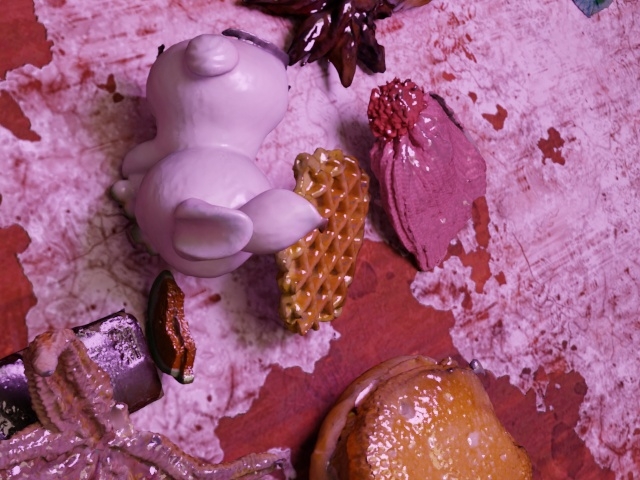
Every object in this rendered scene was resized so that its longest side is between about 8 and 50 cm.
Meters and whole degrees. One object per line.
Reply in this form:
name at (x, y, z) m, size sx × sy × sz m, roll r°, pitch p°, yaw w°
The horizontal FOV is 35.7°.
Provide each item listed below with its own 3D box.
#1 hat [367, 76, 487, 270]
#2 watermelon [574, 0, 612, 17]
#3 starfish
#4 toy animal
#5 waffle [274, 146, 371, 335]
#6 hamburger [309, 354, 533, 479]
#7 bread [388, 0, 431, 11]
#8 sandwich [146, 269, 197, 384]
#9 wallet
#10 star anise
hat at (0.142, -0.120, 1.442) m, size 0.286 × 0.107 × 0.237 m, roll 54°, pitch 49°, yaw -41°
watermelon at (0.477, -0.544, 1.819) m, size 0.146 × 0.128 × 0.231 m, roll 8°, pitch 74°, yaw -15°
starfish at (-0.244, 0.253, 1.034) m, size 0.384 × 0.132 × 0.398 m, roll -49°, pitch 138°, yaw -29°
toy animal at (-0.120, -0.085, 1.147) m, size 0.182 × 0.247 × 0.310 m, roll 15°, pitch 61°, yaw -24°
waffle at (0.000, 0.000, 1.276) m, size 0.243 × 0.058 × 0.238 m, roll 4°, pitch 97°, yaw -68°
hamburger at (0.133, 0.294, 1.284) m, size 0.314 × 0.170 × 0.290 m, roll -36°, pitch 102°, yaw -38°
bread at (0.130, -0.485, 1.539) m, size 0.136 × 0.107 × 0.241 m, roll -25°, pitch 92°, yaw -35°
sandwich at (-0.179, 0.106, 1.174) m, size 0.029 × 0.067 × 0.135 m, roll -1°, pitch 73°, yaw -40°
wallet at (-0.288, 0.168, 1.102) m, size 0.232 × 0.031 × 0.122 m, roll -25°, pitch 95°, yaw -36°
star anise at (0.017, -0.347, 1.423) m, size 0.272 × 0.102 × 0.272 m, roll 13°, pitch 67°, yaw -32°
